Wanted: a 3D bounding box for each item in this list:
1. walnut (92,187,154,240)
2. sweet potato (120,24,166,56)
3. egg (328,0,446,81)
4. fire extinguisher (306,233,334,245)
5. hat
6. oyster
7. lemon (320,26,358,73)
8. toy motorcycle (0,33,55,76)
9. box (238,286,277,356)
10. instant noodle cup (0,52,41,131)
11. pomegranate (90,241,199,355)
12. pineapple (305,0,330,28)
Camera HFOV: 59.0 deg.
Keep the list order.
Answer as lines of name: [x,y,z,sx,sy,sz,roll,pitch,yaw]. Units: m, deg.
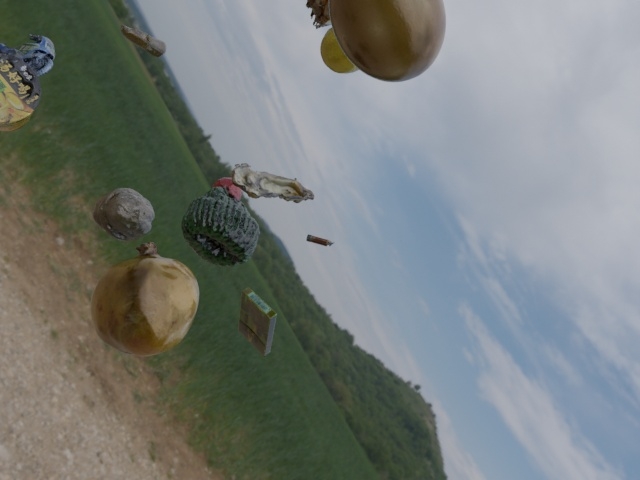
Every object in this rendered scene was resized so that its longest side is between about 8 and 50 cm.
walnut: [-0.761,-0.102,2.191,0.224,0.224,0.224,59,-6,11]
sweet potato: [-0.612,-0.697,1.989,0.081,0.062,0.233,24,8,13]
egg: [0.168,-0.577,1.443,0.351,0.282,0.282,59,-5,-25]
fire extinguisher: [0.000,0.000,1.715,0.028,0.083,0.022,-64,165,-47]
hat: [-0.338,-0.094,2.033,0.274,0.242,0.332,55,34,-42]
oyster: [-0.147,-0.161,1.795,0.344,0.079,0.129,8,37,-48]
lemon: [0.093,-0.676,1.985,0.180,0.193,0.181,38,44,-49]
toy motorcycle: [-0.746,-0.449,1.398,0.254,0.136,0.092,7,-34,22]
box: [-0.184,0.236,1.621,0.121,0.030,0.193,40,-39,24]
instant noodle cup: [-0.677,-0.303,1.204,0.152,0.151,0.122,61,-26,-3]
pomegranate: [-0.472,0.177,1.534,0.307,0.307,0.307,59,-6,11]
pineapple: [0.085,-0.966,2.094,0.300,0.352,0.352,67,-8,-19]
